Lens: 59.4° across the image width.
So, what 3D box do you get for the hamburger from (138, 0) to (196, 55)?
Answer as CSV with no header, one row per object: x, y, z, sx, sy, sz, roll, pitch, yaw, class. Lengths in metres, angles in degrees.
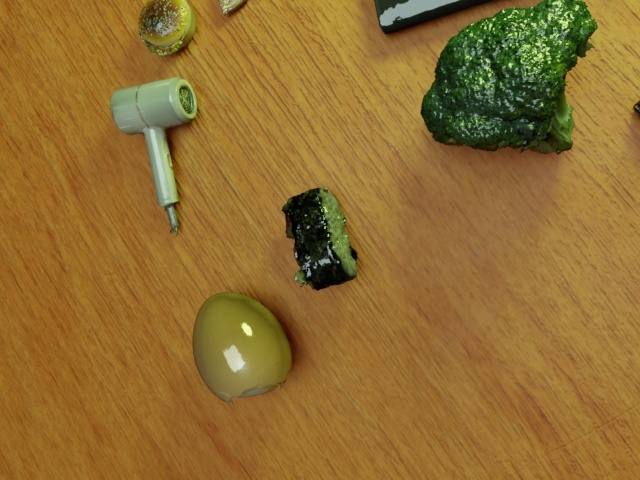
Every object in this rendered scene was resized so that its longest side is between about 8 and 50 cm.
-0.353,-0.494,1.280,0.126,0.081,0.141,37,102,12,hamburger

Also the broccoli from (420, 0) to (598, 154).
0.338,-0.271,0.996,0.283,0.321,0.304,34,92,-25,broccoli

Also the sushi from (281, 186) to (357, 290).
0.000,0.000,1.177,0.115,0.147,0.212,-26,68,23,sushi

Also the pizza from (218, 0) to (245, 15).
-0.186,-0.564,1.256,0.099,0.029,0.100,-17,90,9,pizza

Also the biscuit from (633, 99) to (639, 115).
0.686,-0.283,0.973,0.252,0.070,0.106,-41,82,15,biscuit

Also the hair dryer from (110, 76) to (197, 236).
-0.359,-0.186,1.306,0.173,0.107,0.357,-6,100,18,hair dryer

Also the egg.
-0.174,0.224,1.202,0.201,0.201,0.244,-30,82,17,egg

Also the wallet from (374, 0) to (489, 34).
0.292,-0.568,1.086,0.406,0.062,0.228,-12,90,19,wallet
